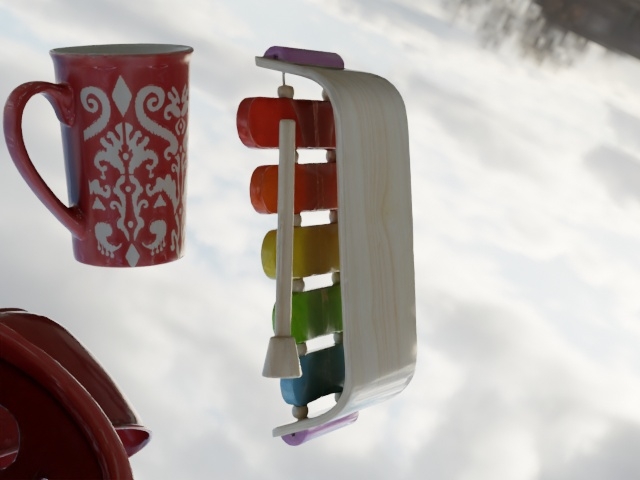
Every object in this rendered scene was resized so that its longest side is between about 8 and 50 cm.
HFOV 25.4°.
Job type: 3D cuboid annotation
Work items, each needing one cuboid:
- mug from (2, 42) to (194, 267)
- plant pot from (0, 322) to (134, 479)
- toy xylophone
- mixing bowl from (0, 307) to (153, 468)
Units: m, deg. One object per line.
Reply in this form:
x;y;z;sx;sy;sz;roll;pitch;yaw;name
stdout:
-0.173;-0.069;1.132;0.150;0.169;0.113;-3;-167;-10;mug
-0.193;0.135;0.573;0.191;0.174;0.191;25;-159;-11;plant pot
0.000;0.000;1.108;0.081;0.322;0.236;-1;175;29;toy xylophone
-0.201;0.102;0.848;0.181;0.181;0.098;2;-118;-58;mixing bowl
